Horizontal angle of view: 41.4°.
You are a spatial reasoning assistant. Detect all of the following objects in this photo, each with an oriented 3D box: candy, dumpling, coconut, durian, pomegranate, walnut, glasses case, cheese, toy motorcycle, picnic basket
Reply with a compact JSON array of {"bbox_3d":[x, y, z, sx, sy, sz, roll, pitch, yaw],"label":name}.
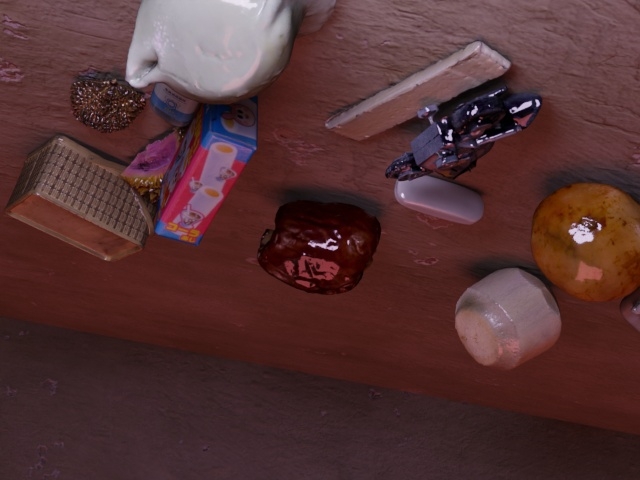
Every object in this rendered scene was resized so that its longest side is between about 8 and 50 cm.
[{"bbox_3d":[-0.222,-0.145,1.643,0.100,0.157,0.306,17,134,-20],"label":"candy"},{"bbox_3d":[-0.146,-0.304,1.284,0.320,0.212,0.270,14,163,23],"label":"dumpling"},{"bbox_3d":[0.484,0.191,2.142,0.266,0.237,0.237,-22,169,-23],"label":"coconut"},{"bbox_3d":[-0.426,-0.263,1.673,0.148,0.091,0.188,19,155,-18],"label":"durian"},{"bbox_3d":[0.529,0.005,1.655,0.248,0.248,0.248,10,158,4],"label":"pomegranate"},{"bbox_3d":[0.000,0.000,1.982,0.269,0.244,0.222,18,119,1],"label":"walnut"},{"bbox_3d":[0.250,-0.088,1.777,0.197,0.076,0.049,15,156,-10],"label":"glasses case"},{"bbox_3d":[0.160,-0.250,1.488,0.085,0.034,0.400,26,154,-31],"label":"cheese"},{"bbox_3d":[0.245,-0.179,1.503,0.173,0.108,0.307,-9,166,-31],"label":"toy motorcycle"},{"bbox_3d":[-0.304,-0.143,1.873,0.191,0.112,0.341,28,151,-29],"label":"durian"},{"bbox_3d":[-0.559,-0.096,2.040,0.313,0.175,0.228,30,153,-29],"label":"picnic basket"}]

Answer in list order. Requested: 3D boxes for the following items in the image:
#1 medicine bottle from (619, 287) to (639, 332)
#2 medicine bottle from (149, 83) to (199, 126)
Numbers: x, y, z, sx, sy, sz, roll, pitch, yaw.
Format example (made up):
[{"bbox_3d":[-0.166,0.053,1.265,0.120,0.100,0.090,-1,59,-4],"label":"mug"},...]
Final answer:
[{"bbox_3d":[0.737,0.050,1.640,0.123,0.282,0.375,48,164,14],"label":"medicine bottle"},{"bbox_3d":[-0.256,-0.288,1.562,0.090,0.054,0.208,33,148,-6],"label":"medicine bottle"}]
